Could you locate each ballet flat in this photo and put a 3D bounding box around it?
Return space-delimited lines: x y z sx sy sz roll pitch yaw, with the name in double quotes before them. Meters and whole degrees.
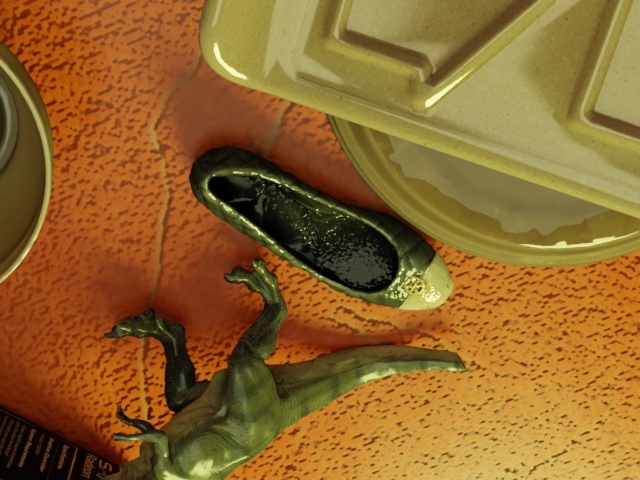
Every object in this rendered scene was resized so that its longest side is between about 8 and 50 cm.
"ballet flat" 0.000 0.000 0.699 0.173 0.049 0.057 26 107 -11

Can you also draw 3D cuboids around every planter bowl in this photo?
"planter bowl" -0.217 -0.055 0.638 0.162 0.109 0.162 -1 110 -2

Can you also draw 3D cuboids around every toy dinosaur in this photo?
"toy dinosaur" -0.054 0.083 0.713 0.268 0.064 0.118 -25 88 -17

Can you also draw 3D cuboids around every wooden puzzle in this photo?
"wooden puzzle" 0.148 -0.182 0.561 0.348 0.080 0.322 18 108 3

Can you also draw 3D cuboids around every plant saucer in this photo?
"plant saucer" 0.132 -0.112 0.656 0.278 0.041 0.278 1 107 3

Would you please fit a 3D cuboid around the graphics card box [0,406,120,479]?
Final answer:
"graphics card box" -0.327 0.168 0.721 0.371 0.094 0.233 29 106 -13
